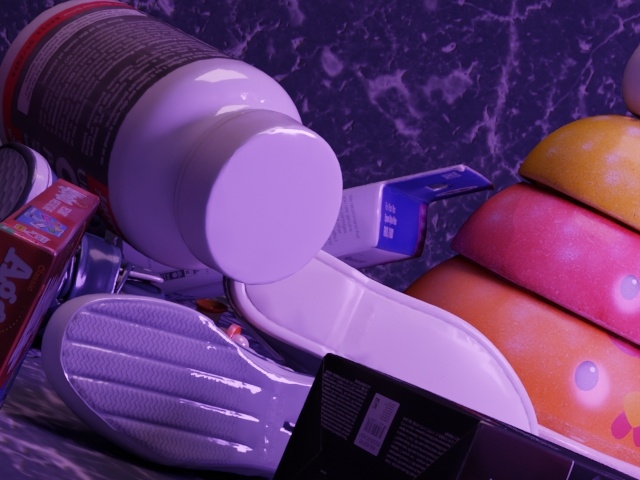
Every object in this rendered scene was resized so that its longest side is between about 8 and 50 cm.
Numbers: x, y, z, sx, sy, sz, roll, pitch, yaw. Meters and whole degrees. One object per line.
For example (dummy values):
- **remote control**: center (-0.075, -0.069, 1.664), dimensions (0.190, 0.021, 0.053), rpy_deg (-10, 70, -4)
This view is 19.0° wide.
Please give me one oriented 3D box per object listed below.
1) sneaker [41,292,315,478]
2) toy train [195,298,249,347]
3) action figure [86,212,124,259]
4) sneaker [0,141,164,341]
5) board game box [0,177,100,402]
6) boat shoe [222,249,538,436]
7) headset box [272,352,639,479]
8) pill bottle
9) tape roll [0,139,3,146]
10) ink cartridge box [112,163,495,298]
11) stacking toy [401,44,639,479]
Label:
- **sneaker**: center (-0.077, 0.100, 1.173), dimensions (0.258, 0.094, 0.091), rpy_deg (28, -17, -38)
- **toy train**: center (-0.114, 0.068, 1.580), dimensions (0.125, 0.046, 0.166), rpy_deg (25, 4, -14)
- **action figure**: center (-0.253, -0.019, 1.502), dimensions (0.185, 0.099, 0.285), rpy_deg (38, 1, -30)
- **sneaker**: center (-0.166, 0.016, 1.267), dimensions (0.163, 0.086, 0.226), rpy_deg (27, -20, -17)
- **board game box**: center (-0.141, 0.051, 0.808), dimensions (0.027, 0.145, 0.281), rpy_deg (25, 4, -5)
- **boat shoe**: center (0.050, 0.100, 1.656), dimensions (0.319, 0.116, 0.099), rpy_deg (34, -13, -15)
- **headset box**: center (0.143, 0.178, 1.069), dimensions (0.293, 0.110, 0.218), rpy_deg (24, -3, -22)
- **pill bottle**: center (-0.124, -0.080, 1.570), dimensions (0.176, 0.176, 0.318), rpy_deg (23, 5, -41)
- **tape roll**: center (-0.330, -0.079, 1.824), dimensions (0.286, 0.100, 0.286), rpy_deg (26, 4, -2)
- **ink cartridge box**: center (0.000, 0.000, 1.846), dimensions (0.330, 0.071, 0.324), rpy_deg (-10, -4, 10)
- **stacking toy**: center (0.279, -0.007, 1.934), dimensions (0.350, 0.480, 0.350), rpy_deg (25, 3, -2)
